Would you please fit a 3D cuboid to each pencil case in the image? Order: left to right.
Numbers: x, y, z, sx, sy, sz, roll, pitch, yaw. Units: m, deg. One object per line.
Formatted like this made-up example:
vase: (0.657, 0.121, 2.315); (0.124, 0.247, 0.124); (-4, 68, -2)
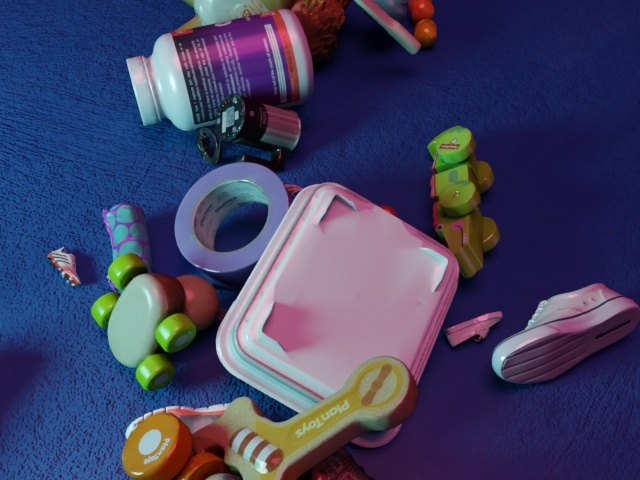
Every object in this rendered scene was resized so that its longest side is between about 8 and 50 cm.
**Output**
pencil case: (-0.305, 0.013, 1.201); (0.070, 0.064, 0.152); (3, 45, -23)

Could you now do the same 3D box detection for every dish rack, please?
dish rack: (0.044, 0.085, 1.064); (0.285, 0.072, 0.333); (30, 62, -3)

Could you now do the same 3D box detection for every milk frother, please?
milk frother: (-0.135, -0.191, 1.382); (0.134, 0.129, 0.143); (9, 3, -43)

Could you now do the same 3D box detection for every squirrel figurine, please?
squirrel figurine: (-0.122, -0.542, 1.625); (0.396, 0.281, 0.370); (11, 36, -13)

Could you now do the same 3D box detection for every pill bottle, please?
pill bottle: (-0.185, -0.311, 1.412); (0.322, 0.182, 0.182); (-15, 51, -10)

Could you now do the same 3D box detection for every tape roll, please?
tape roll: (-0.125, -0.022, 1.187); (0.188, 0.080, 0.189); (-8, 63, 16)

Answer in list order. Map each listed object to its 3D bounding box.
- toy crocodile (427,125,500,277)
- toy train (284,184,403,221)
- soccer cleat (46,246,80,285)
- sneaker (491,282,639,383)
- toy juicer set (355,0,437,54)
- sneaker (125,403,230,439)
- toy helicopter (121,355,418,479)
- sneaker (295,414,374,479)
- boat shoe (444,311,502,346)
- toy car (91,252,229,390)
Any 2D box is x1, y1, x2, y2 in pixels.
toy crocodile: (0.232, -0.078, 1.291); (0.105, 0.115, 0.341); (-19, 43, 26)
toy train: (0.000, 0.000, 1.221); (0.248, 0.105, 0.143); (17, 64, 14)
soccer cleat: (-0.396, 0.040, 1.195); (0.035, 0.029, 0.083); (-37, 55, -26)
sneaker: (0.351, 0.136, 1.133); (0.258, 0.094, 0.091); (-16, 33, -23)
toy juicer set: (0.156, -0.479, 1.625); (0.209, 0.089, 0.329); (48, 36, -16)
sneaker: (-0.175, 0.256, 0.997); (0.157, 0.061, 0.065); (-7, 55, -9)
toy helicopter: (-0.042, 0.253, 0.846); (0.355, 0.140, 0.235); (-33, 37, 2)
sneaker: (0.040, 0.328, 0.923); (0.135, 0.098, 0.276); (-3, 42, -19)
boat shoe: (0.236, 0.136, 1.153); (0.100, 0.035, 0.035); (-16, 78, -22)
toy car: (-0.205, 0.107, 1.111); (0.188, 0.149, 0.155); (-7, 46, -50)
